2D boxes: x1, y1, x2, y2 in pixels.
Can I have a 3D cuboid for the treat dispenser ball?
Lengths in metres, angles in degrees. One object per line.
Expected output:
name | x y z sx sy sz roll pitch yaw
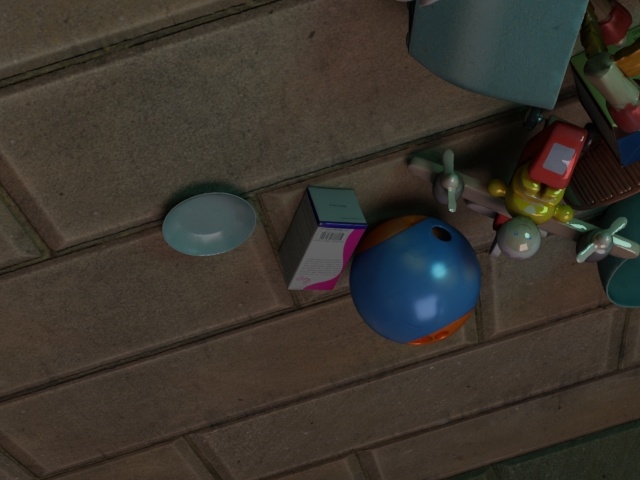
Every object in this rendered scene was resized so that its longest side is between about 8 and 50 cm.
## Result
treat dispenser ball | 0.208 0.087 1.922 0.288 0.288 0.288 -10 141 -8

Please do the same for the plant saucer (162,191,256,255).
plant saucer | -0.231 -0.043 1.804 0.195 0.037 0.195 -11 141 -9

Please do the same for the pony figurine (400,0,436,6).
pony figurine | 0.174 -0.499 1.152 0.363 0.351 0.302 -41 111 -8

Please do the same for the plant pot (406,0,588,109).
plant pot | 0.271 -0.389 1.418 0.253 0.247 0.247 5 140 2

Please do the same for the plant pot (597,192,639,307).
plant pot | 0.785 -0.003 2.099 0.290 0.195 0.290 -10 142 -8

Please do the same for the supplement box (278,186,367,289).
supplement box | 0.000 0.000 1.882 0.111 0.113 0.220 3 137 -24

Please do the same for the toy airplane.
toy airplane | 0.414 -0.063 1.798 0.386 0.272 0.384 -8 135 38

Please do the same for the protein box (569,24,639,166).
protein box | 0.622 -0.288 1.686 0.200 0.201 0.136 -25 141 10

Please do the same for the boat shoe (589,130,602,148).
boat shoe | 0.610 -0.213 1.902 0.137 0.043 0.049 -2 141 -16

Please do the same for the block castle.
block castle | 0.647 -0.406 1.440 0.453 0.302 0.213 -29 138 31

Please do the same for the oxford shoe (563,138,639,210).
oxford shoe | 0.699 -0.179 1.841 0.397 0.140 0.147 -32 158 28
